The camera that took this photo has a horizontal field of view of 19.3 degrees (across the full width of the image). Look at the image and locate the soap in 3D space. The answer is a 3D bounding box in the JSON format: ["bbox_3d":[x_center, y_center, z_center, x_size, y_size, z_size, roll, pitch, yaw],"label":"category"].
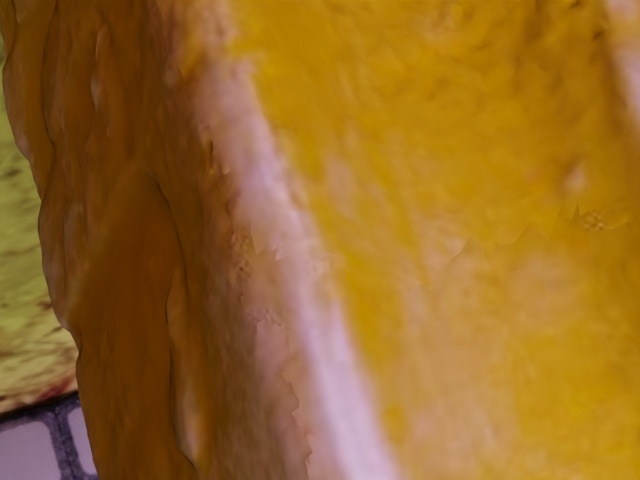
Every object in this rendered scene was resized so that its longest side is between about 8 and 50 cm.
[{"bbox_3d":[0.000,0.000,0.500,0.143,0.281,0.259,-9,152,-18],"label":"soap"}]

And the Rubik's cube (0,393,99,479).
[{"bbox_3d":[-0.065,0.209,0.900,0.238,0.237,0.237,-19,155,-8],"label":"Rubik's cube"}]
